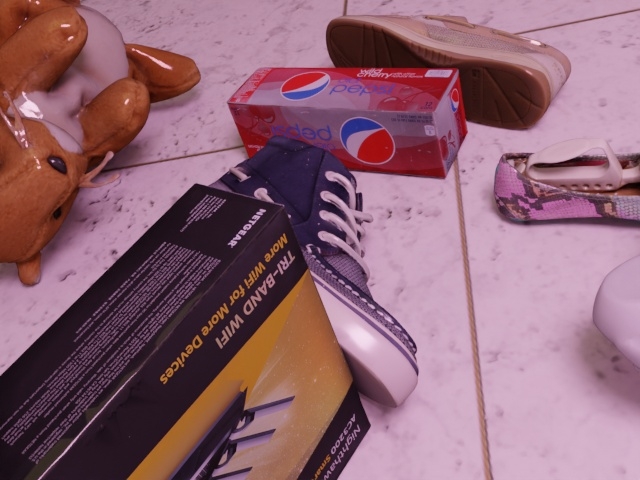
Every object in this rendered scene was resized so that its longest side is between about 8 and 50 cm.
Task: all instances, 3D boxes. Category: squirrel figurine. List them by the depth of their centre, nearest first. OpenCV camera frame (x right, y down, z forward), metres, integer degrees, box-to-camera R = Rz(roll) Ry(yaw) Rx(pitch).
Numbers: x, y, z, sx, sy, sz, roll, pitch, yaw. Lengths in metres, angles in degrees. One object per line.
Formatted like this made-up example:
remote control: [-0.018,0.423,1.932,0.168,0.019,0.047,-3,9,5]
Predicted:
squirrel figurine: [-0.390,-0.119,0.874,0.396,0.281,0.371,-18,50,24]

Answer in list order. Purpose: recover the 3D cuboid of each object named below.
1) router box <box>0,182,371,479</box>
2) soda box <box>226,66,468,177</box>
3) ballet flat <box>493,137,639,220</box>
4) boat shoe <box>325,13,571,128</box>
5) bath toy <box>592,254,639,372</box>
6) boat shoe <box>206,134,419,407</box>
router box: [-0.102,0.156,0.428,0.081,0.243,0.309,16,53,34]
soda box: [0.029,-0.141,0.810,0.263,0.092,0.083,9,49,28]
ballet flat: [0.269,-0.059,0.638,0.221,0.079,0.077,0,44,21]
boat shoe: [0.145,-0.219,0.846,0.302,0.109,0.098,22,50,30]
bath toy: [0.347,-0.001,0.515,0.348,0.129,0.151,-39,17,-23]
boat shoe: [0.000,0.000,0.640,0.158,0.127,0.340,-43,45,-13]
